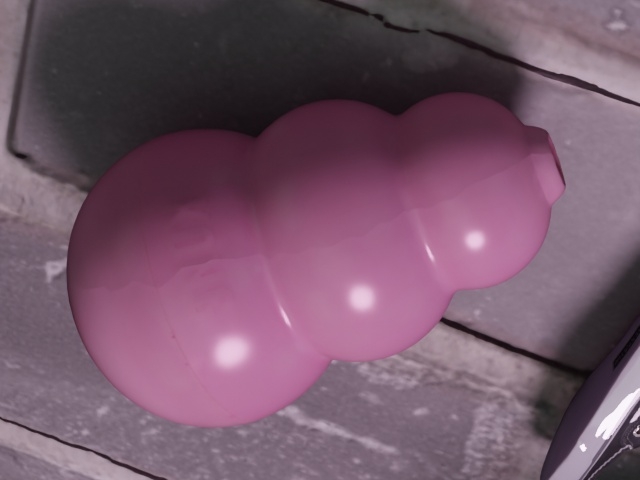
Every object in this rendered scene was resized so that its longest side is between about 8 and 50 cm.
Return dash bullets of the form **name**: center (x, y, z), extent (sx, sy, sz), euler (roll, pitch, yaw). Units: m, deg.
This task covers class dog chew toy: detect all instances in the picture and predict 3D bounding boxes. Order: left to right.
- **dog chew toy**: center (0.000, 0.000, 0.884), extent (0.331, 0.207, 0.207), euler (-19, 112, 16)

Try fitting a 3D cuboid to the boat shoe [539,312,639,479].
- **boat shoe**: center (0.241, 0.108, 0.947), extent (0.076, 0.080, 0.229), euler (29, 114, 0)
